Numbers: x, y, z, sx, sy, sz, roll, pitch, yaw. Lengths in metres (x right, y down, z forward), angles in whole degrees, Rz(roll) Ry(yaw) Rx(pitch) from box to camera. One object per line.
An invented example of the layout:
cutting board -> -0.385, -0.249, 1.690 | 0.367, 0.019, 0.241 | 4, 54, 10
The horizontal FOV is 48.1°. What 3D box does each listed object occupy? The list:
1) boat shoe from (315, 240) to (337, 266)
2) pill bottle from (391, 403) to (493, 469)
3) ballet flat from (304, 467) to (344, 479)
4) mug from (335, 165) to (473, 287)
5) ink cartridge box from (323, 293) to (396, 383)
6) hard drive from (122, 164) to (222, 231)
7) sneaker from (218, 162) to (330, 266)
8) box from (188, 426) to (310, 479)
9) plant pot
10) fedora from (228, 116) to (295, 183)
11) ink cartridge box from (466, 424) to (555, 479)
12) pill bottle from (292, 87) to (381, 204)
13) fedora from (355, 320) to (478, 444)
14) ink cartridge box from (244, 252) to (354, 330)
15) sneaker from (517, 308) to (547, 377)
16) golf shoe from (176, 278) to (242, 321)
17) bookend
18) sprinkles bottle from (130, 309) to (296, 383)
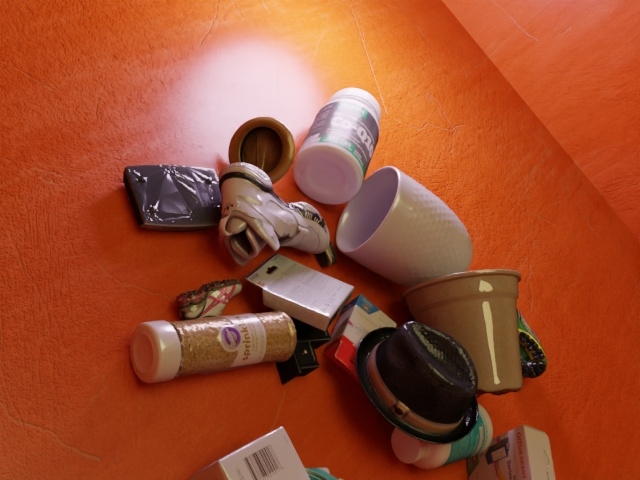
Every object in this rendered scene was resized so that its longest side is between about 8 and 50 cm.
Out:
boat shoe -> 0.000, 0.000, 1.949 | 0.049, 0.056, 0.152 | -7, 75, -51
pill bottle -> 0.296, 0.480, 1.774 | 0.264, 0.146, 0.146 | 1, 60, -43
ballet flat -> 0.021, 0.540, 1.540 | 0.247, 0.083, 0.087 | 36, 17, -16
mug -> 0.242, -0.026, 2.053 | 0.328, 0.276, 0.374 | 31, 11, -22
ink cartridge box -> 0.096, 0.263, 1.809 | 0.134, 0.078, 0.231 | 41, 40, -10
hard drive -> -0.338, -0.097, 1.703 | 0.255, 0.054, 0.171 | -4, 63, -46
sneaker -> -0.117, -0.016, 1.759 | 0.366, 0.137, 0.210 | 38, 42, -37
box -> -0.125, 0.491, 1.395 | 0.181, 0.119, 0.181 | -16, 72, -48
plant pot -> 0.405, 0.270, 1.943 | 0.334, 0.334, 0.305 | 7, 68, -40
fedora -> -0.153, -0.234, 1.935 | 0.194, 0.194, 0.079 | 60, 2, 11
ink cartridge box -> 0.477, 0.580, 1.814 | 0.093, 0.212, 0.154 | 26, 46, -26
pill bottle -> 0.060, -0.287, 2.105 | 0.204, 0.204, 0.361 | 37, 41, -15
fedora -> 0.253, 0.304, 1.687 | 0.334, 0.152, 0.334 | 17, 41, -16
ink cartridge box -> -0.051, 0.120, 1.738 | 0.224, 0.045, 0.223 | 24, 21, 11
sneaker -> 0.585, 0.278, 2.242 | 0.343, 0.134, 0.146 | 63, 16, 21
golf shoe -> -0.245, 0.139, 1.610 | 0.186, 0.068, 0.085 | -23, 104, -50
bookend -> -0.035, 0.249, 1.704 | 0.156, 0.072, 0.157 | 3, 59, -42
sprinkles bottle -> -0.218, 0.218, 1.519 | 0.356, 0.121, 0.121 | -1, 61, -44
